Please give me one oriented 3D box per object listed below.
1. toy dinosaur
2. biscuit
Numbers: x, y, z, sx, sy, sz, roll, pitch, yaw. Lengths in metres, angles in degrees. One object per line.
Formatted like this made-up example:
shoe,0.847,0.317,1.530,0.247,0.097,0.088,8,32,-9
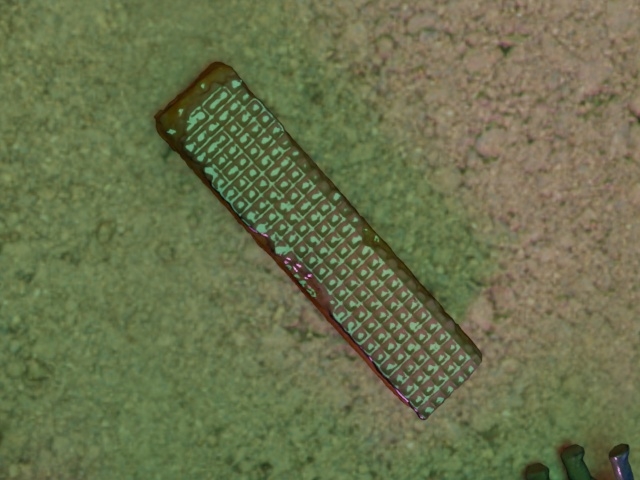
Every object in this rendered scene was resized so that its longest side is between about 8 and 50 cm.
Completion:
toy dinosaur,0.260,0.301,1.737,0.248,0.075,0.188,-30,108,-13
biscuit,0.000,0.000,1.655,0.094,0.054,0.378,-43,102,-5
